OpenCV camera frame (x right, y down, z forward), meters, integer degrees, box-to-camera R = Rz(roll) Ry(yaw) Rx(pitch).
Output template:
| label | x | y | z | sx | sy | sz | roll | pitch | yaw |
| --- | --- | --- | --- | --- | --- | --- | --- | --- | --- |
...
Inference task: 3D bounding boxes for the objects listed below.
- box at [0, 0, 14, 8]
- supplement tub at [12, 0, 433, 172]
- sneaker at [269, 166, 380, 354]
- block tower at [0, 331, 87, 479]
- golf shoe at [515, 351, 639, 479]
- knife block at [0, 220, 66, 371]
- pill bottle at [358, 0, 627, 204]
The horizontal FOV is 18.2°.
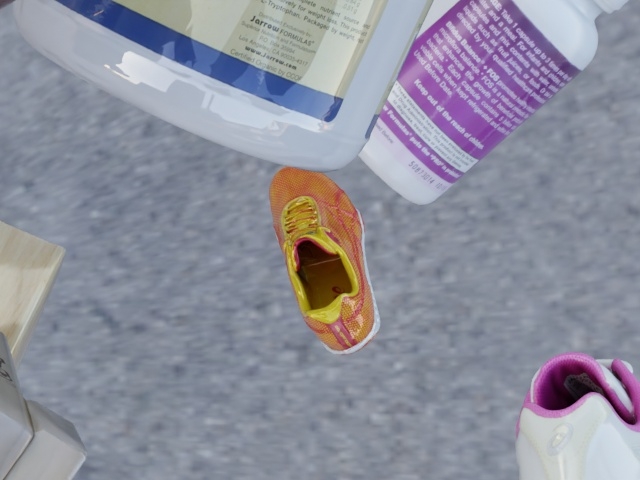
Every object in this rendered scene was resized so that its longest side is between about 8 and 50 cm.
| label | x | y | z | sx | sy | sz | roll | pitch | yaw |
| --- | --- | --- | --- | --- | --- | --- | --- | --- | --- |
| box | -0.332 | -0.125 | 0.905 | 0.381 | 0.143 | 0.191 | -27 | 135 | 12 |
| supplement tub | -0.020 | -0.222 | 1.156 | 0.228 | 0.228 | 0.316 | 22 | 99 | -21 |
| sneaker | 0.000 | 0.000 | 1.393 | 0.064 | 0.175 | 0.067 | -28 | 135 | 4 |
| block tower | -0.230 | -0.001 | 0.526 | 0.335 | 0.097 | 0.091 | 33 | 94 | -20 |
| golf shoe | 0.183 | 0.121 | 1.202 | 0.115 | 0.306 | 0.140 | -13 | 97 | 15 |
| knife block | -0.256 | 0.114 | 1.238 | 0.088 | 0.242 | 0.275 | 23 | 87 | -4 |
| pill bottle | 0.155 | -0.189 | 1.900 | 0.301 | 0.169 | 0.169 | -41 | 105 | 14 |
